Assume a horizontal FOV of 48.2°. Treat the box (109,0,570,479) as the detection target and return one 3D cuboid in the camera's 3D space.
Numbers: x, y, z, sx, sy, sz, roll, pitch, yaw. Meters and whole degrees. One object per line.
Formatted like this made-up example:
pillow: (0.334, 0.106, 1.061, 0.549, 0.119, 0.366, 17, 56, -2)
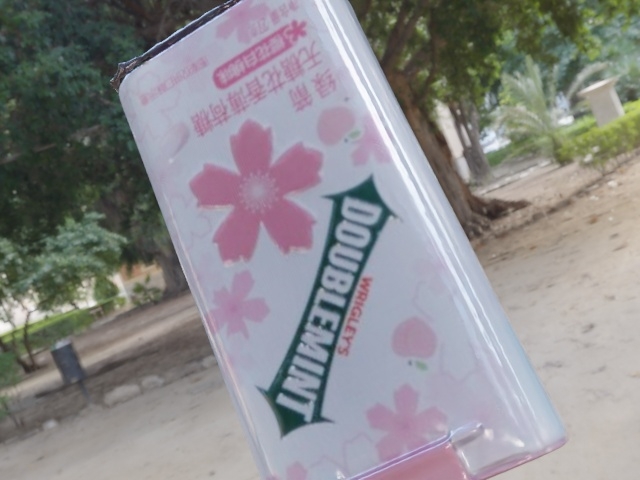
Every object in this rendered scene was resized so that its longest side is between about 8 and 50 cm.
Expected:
box: (0.000, 0.000, 0.500, 0.190, 0.370, 0.112, -27, -19, 12)
